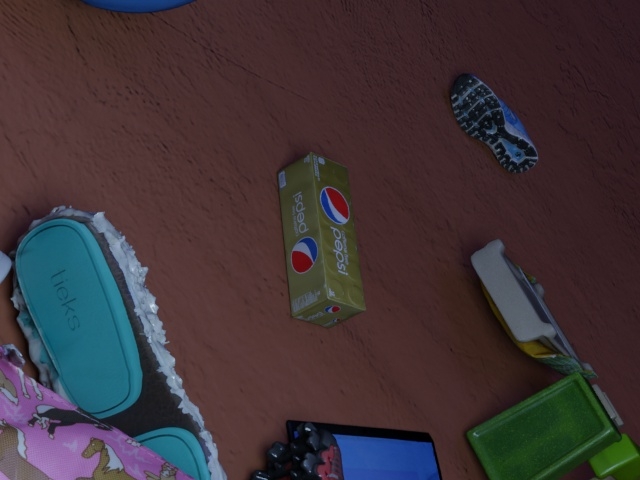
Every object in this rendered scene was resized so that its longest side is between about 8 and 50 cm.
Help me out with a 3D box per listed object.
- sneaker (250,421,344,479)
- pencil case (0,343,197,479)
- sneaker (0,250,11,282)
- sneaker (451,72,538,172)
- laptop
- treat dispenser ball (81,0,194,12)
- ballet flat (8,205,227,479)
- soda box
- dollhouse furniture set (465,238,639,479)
[{"bbox_3d":[-0.010,0.307,1.338,0.135,0.097,0.276,34,47,-30],"label":"sneaker"},{"bbox_3d":[-0.157,0.224,1.068,0.386,0.167,0.160,32,14,1],"label":"pencil case"},{"bbox_3d":[-0.340,0.036,1.143,0.121,0.079,0.217,45,34,-9],"label":"sneaker"},{"bbox_3d":[0.232,-0.164,1.965,0.162,0.063,0.073,49,21,-22],"label":"sneaker"},{"bbox_3d":[0.114,0.294,1.456,0.234,0.264,0.136,12,95,-45],"label":"laptop"},{"bbox_3d":[-0.181,-0.368,1.412,0.288,0.288,0.288,28,48,-36],"label":"treat dispenser ball"},{"bbox_3d":[-0.155,0.163,1.244,0.147,0.147,0.409,1,68,-49],"label":"ballet flat"},{"bbox_3d":[0.000,0.000,1.576,0.061,0.058,0.181,20,54,-42],"label":"soda box"},{"bbox_3d":[0.244,0.173,1.747,0.197,0.151,0.301,40,20,-57],"label":"dollhouse furniture set"}]
